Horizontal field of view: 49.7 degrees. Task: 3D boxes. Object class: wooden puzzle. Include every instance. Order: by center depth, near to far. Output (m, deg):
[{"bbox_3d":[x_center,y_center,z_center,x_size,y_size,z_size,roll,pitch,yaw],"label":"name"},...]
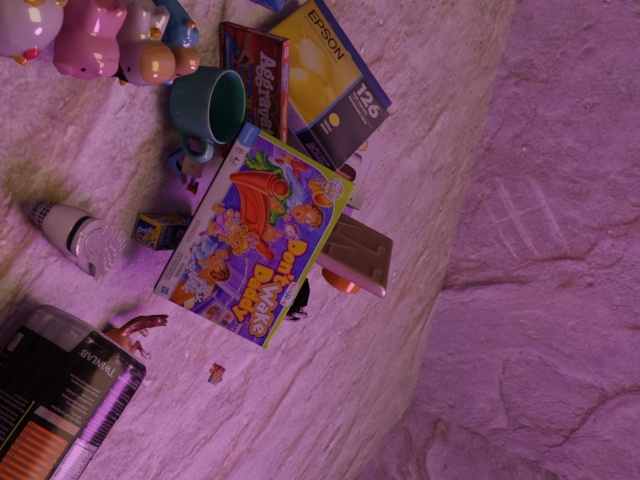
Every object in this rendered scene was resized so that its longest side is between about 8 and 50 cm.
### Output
[{"bbox_3d":[0.000,0.000,1.515,0.081,0.322,0.348,-60,-177,19],"label":"wooden puzzle"},{"bbox_3d":[-0.261,0.340,1.741,0.049,0.006,0.083,-62,156,-14],"label":"wooden puzzle"}]

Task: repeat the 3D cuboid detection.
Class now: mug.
[{"bbox_3d":[-0.210,-0.232,1.211,0.129,0.097,0.158,80,30,-46],"label":"mug"}]

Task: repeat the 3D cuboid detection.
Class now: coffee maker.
[{"bbox_3d":[-0.112,0.130,1.774,0.178,0.120,0.171,4,83,-67],"label":"coffee maker"}]

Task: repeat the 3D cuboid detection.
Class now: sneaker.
[{"bbox_3d":[-0.378,-0.003,1.095,0.235,0.094,0.090,105,9,-71],"label":"sneaker"}]

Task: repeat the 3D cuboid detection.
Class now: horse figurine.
[{"bbox_3d":[-0.389,0.242,1.303,0.263,0.066,0.174,-63,163,-5],"label":"horse figurine"}]

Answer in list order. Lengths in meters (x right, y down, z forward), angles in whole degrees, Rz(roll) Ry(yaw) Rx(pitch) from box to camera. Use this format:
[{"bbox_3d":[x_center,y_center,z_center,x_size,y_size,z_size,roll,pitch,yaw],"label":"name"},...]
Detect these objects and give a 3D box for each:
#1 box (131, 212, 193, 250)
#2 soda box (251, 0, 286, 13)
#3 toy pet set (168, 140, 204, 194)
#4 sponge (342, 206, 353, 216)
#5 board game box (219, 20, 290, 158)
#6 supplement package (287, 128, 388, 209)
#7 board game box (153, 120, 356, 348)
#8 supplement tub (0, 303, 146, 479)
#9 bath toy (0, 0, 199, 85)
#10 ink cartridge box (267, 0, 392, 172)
[{"bbox_3d":[-0.278,-0.017,1.320,0.169,0.059,0.054,-1,113,-65],"label":"box"},{"bbox_3d":[-0.094,-0.500,1.222,0.071,0.067,0.210,-62,172,-13],"label":"soda box"},{"bbox_3d":[-0.251,-0.147,1.296,0.114,0.065,0.122,-107,-147,-69],"label":"toy pet set"},{"bbox_3d":[0.052,-0.119,1.987,0.210,0.031,0.117,8,103,-67],"label":"sponge"},{"bbox_3d":[-0.127,-0.262,1.323,0.027,0.145,0.281,-43,146,-46],"label":"board game box"},{"bbox_3d":[0.022,-0.203,1.635,0.203,0.149,0.194,21,90,-51],"label":"supplement package"},{"bbox_3d":[-0.121,-0.009,1.275,0.347,0.233,0.078,-62,-167,0],"label":"board game box"},{"bbox_3d":[-0.439,0.285,1.049,0.338,0.207,0.207,-58,155,-20],"label":"supplement tub"},{"bbox_3d":[-0.311,-0.279,0.946,0.129,0.151,0.348,-39,170,27],"label":"bath toy"},{"bbox_3d":[0.017,-0.342,1.456,0.304,0.072,0.307,52,55,-17],"label":"ink cartridge box"}]
